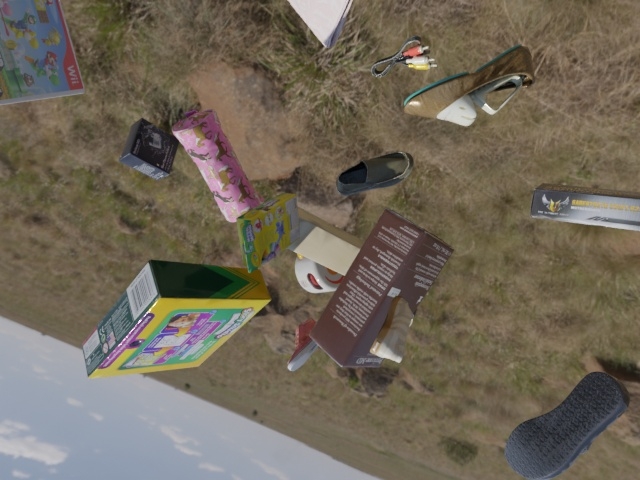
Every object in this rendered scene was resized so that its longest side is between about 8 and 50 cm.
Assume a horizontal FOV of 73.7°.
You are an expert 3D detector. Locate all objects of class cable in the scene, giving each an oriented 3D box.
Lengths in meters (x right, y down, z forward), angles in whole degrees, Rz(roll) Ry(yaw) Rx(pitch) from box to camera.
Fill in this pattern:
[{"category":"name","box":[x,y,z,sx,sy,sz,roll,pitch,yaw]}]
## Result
[{"category":"cable","box":[0.315,-0.722,1.708,0.287,0.072,0.139,-3,150,35]}]

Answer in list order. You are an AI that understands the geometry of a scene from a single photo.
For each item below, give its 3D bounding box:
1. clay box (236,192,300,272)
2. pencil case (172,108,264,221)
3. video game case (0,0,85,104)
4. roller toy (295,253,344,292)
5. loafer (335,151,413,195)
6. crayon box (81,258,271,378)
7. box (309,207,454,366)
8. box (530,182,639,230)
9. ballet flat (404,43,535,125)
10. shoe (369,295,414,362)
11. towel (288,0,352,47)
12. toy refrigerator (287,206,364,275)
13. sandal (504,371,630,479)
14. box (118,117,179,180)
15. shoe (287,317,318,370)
[{"category":"clay box","box":[-0.132,-0.024,1.059,0.053,0.222,0.127,10,118,29]},{"category":"pencil case","box":[-0.334,-0.247,1.431,0.167,0.160,0.386,8,136,41]},{"category":"video game case","box":[-0.569,-0.357,0.771,0.025,0.285,0.204,3,115,16]},{"category":"roller toy","box":[0.000,0.108,1.679,0.209,0.191,0.146,11,162,-43]},{"category":"loafer","box":[0.161,-0.203,1.298,0.251,0.094,0.087,-21,169,12]},{"category":"crayon box","box":[-0.354,0.201,1.067,0.363,0.106,0.313,-43,149,27]},{"category":"box","box":[0.156,0.130,1.087,0.143,0.381,0.191,38,-169,38]},{"category":"box","box":[0.533,-0.066,0.807,0.231,0.056,0.183,12,-164,30]},{"category":"ballet flat","box":[0.375,-0.354,1.037,0.124,0.342,0.116,64,171,5]},{"category":"shoe","box":[0.153,0.178,0.862,0.058,0.077,0.219,23,-158,13]},{"category":"towel","box":[-0.026,-0.759,1.173,0.332,0.053,0.317,53,157,2]},{"category":"toy refrigerator","box":[0.000,0.000,1.262,0.269,0.102,0.094,26,-160,-23]},{"category":"sandal","box":[0.438,0.339,0.754,0.054,0.097,0.254,25,116,-26]},{"category":"box","box":[-0.620,-0.329,1.555,0.093,0.156,0.158,-13,151,40]},{"category":"shoe","box":[-0.060,0.330,1.371,0.081,0.178,0.063,34,154,26]}]
